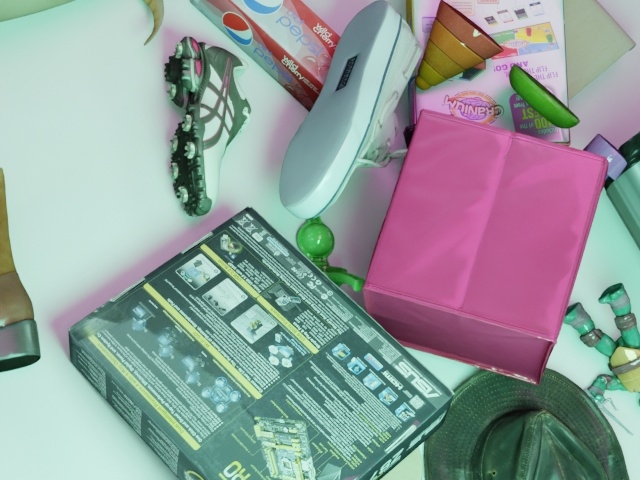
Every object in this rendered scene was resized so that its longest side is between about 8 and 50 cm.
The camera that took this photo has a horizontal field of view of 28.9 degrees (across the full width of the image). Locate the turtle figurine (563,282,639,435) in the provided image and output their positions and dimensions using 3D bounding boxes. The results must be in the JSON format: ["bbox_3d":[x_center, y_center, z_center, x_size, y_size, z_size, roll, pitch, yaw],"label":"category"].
[{"bbox_3d":[0.456,0.186,1.831,0.175,0.118,0.234,-32,92,13],"label":"turtle figurine"}]

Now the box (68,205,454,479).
[{"bbox_3d":[-0.077,0.175,1.590,0.395,0.097,0.318,42,58,20],"label":"box"}]

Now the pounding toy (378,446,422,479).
[{"bbox_3d":[0.021,0.300,1.641,0.183,0.110,0.237,-30,60,-24],"label":"pounding toy"}]

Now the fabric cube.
[{"bbox_3d":[0.218,0.015,1.666,0.259,0.254,0.258,16,72,9],"label":"fabric cube"}]

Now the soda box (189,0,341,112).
[{"bbox_3d":[-0.066,-0.316,1.863,0.263,0.083,0.092,42,61,1],"label":"soda box"}]

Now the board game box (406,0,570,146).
[{"bbox_3d":[0.254,-0.294,1.909,0.242,0.064,0.317,0,81,-4],"label":"board game box"}]

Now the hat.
[{"bbox_3d":[0.300,0.319,1.690,0.331,0.134,0.331,3,72,-9],"label":"hat"}]

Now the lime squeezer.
[{"bbox_3d":[0.000,0.000,1.752,0.058,0.110,0.310,-11,41,-7],"label":"lime squeezer"}]

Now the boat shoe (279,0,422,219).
[{"bbox_3d":[0.066,-0.159,1.766,0.156,0.136,0.367,39,54,-29],"label":"boat shoe"}]

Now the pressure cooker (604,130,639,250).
[{"bbox_3d":[0.671,-0.022,1.851,0.420,0.370,0.375,63,22,11],"label":"pressure cooker"}]

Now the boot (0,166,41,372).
[{"bbox_3d":[-0.500,0.037,1.553,0.264,0.096,0.280,-11,72,-23],"label":"boot"}]

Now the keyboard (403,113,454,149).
[{"bbox_3d":[0.196,-0.095,1.847,0.108,0.023,0.180,-15,100,5],"label":"keyboard"}]

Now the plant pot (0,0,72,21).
[{"bbox_3d":[-0.400,-0.420,1.717,0.274,0.256,0.256,-9,71,-40],"label":"plant pot"}]

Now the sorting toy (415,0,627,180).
[{"bbox_3d":[0.274,-0.189,1.814,0.365,0.127,0.126,44,105,9],"label":"sorting toy"}]

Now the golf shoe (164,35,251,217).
[{"bbox_3d":[-0.150,-0.162,1.761,0.120,0.105,0.273,7,67,-25],"label":"golf shoe"}]

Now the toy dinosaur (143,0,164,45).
[{"bbox_3d":[-0.252,-0.378,1.844,0.112,0.064,0.211,-27,70,-9],"label":"toy dinosaur"}]

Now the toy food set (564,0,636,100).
[{"bbox_3d":[0.341,-0.315,2.019,0.306,0.092,0.220,-39,85,-20],"label":"toy food set"}]
